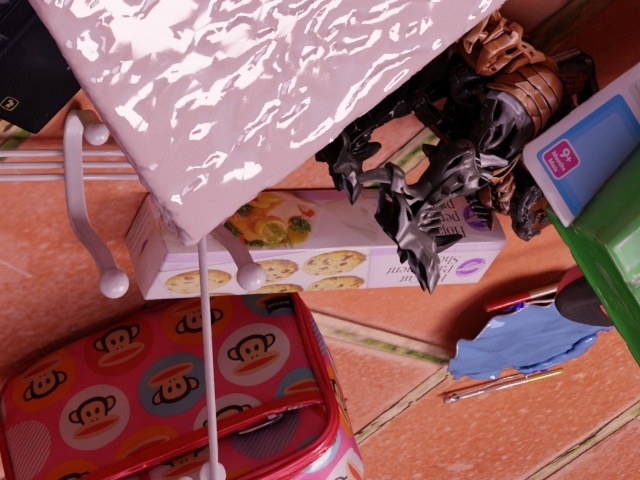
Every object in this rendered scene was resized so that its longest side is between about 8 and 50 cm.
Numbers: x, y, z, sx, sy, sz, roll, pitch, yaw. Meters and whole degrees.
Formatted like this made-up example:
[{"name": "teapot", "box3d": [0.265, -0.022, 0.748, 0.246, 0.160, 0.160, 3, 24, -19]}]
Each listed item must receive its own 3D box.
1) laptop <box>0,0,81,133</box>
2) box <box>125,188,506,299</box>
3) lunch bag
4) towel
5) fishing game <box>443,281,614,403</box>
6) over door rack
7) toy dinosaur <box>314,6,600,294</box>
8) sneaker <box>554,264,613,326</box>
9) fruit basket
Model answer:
[{"name": "laptop", "box3d": [-0.211, -0.145, 1.138, 0.264, 0.136, 0.234, 27, 127, -34]}, {"name": "box", "box3d": [0.000, 0.000, 1.566, 0.324, 0.063, 0.067, -2, 145, -29]}, {"name": "lunch bag", "box3d": [-0.117, 0.180, 1.577, 0.293, 0.258, 0.120, -23, 137, 3]}, {"name": "towel", "box3d": [-0.013, -0.182, 1.171, 0.332, 0.053, 0.317, -38, 144, -6]}, {"name": "fishing game", "box3d": [0.211, 0.087, 1.854, 0.189, 0.041, 0.264, -16, 157, -9]}, {"name": "over door rack", "box3d": [-0.168, 0.068, 1.366, 0.240, 0.324, 0.108, -1, -171, -28]}, {"name": "toy dinosaur", "box3d": [0.111, -0.099, 1.443, 0.218, 0.164, 0.322, -35, 120, -4]}, {"name": "sneaker", "box3d": [0.328, -0.038, 1.629, 0.314, 0.136, 0.116, -31, 154, 2]}, {"name": "fruit basket", "box3d": [0.371, -0.041, 1.454, 0.353, 0.165, 0.327, -34, 115, -1]}]
